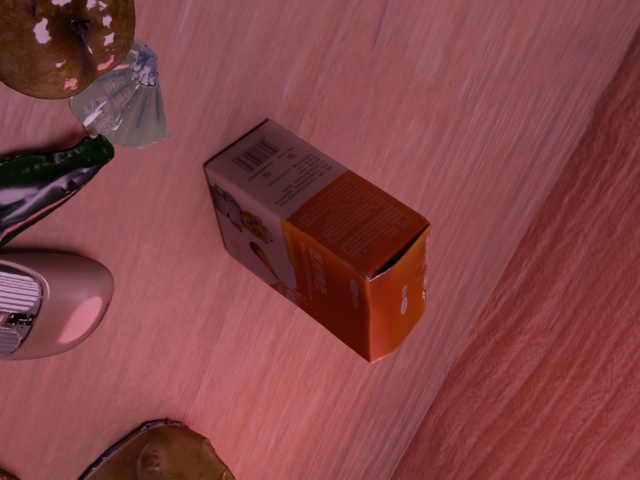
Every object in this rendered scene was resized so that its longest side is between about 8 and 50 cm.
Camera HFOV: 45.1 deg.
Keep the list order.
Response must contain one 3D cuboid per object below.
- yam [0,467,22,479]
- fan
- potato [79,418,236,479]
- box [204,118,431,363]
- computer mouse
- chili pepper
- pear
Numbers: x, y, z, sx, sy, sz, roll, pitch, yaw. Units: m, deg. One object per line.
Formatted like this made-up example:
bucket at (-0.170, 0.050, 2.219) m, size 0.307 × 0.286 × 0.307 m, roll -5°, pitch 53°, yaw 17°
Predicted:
yam at (-0.491, 0.342, 1.109) m, size 0.057 × 0.057 × 0.241 m, roll -44°, pitch 151°, yaw -18°
fan at (-0.249, -0.186, 0.960) m, size 0.131 × 0.009 × 0.240 m, roll -44°, pitch 150°, yaw -14°
potato at (-0.285, 0.480, 1.421) m, size 0.300 × 0.196 × 0.246 m, roll 3°, pitch 117°, yaw -55°
box at (0.000, 0.000, 1.178) m, size 0.143 × 0.341 × 0.225 m, roll -40°, pitch 148°, yaw -24°
computer mouse at (-0.366, 0.085, 0.997) m, size 0.236 × 0.082 × 0.145 m, roll 10°, pitch 113°, yaw -60°
chili pepper at (-0.338, -0.062, 0.905) m, size 0.216 × 0.062 × 0.108 m, roll -41°, pitch 149°, yaw -26°
pear at (-0.263, -0.224, 0.763) m, size 0.167 × 0.137 × 0.167 m, roll -19°, pitch 119°, yaw -39°
